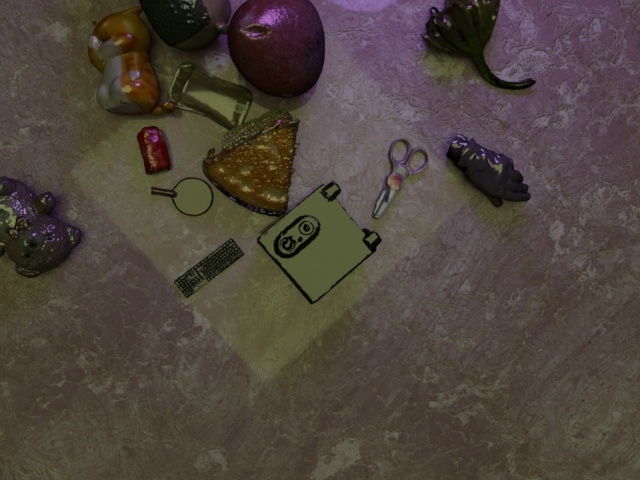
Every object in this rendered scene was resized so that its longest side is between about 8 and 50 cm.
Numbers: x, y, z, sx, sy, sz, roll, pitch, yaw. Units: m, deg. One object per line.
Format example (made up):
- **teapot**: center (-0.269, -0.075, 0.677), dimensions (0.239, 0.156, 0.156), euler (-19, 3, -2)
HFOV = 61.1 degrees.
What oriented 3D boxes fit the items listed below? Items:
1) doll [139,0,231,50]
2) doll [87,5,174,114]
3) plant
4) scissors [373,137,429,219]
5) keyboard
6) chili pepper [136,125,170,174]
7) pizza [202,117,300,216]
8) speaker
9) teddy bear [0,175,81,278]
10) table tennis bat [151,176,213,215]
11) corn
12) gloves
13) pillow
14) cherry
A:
- **doll**: center (-0.349, -0.653, 1.332), dimensions (0.247, 0.247, 0.350), euler (-31, 112, -1)
- **doll**: center (-0.502, -0.453, 1.403), dimensions (0.166, 0.162, 0.270), euler (-4, 103, 32)
- **plant**: center (0.432, -0.524, 1.468), dimensions (0.251, 0.180, 0.333), euler (-28, 100, 9)
- **scissors**: center (0.215, -0.168, 1.541), dimensions (0.118, 0.030, 0.242), euler (27, 88, -6)
- **keyboard**: center (-0.314, 0.078, 1.528), dimensions (0.204, 0.013, 0.061), euler (-37, 95, -1)
- **chili pepper**: center (-0.454, -0.245, 1.467), dimensions (0.073, 0.070, 0.123), euler (-13, 98, 13)
- **pizza**: center (-0.185, -0.210, 1.444), dimensions (0.251, 0.074, 0.288), euler (8, 115, -13)
- **speaker**: center (0.000, 0.000, 1.463), dimensions (0.254, 0.184, 0.232), euler (-39, 96, 1)
- **teddy bear**: center (-0.782, -0.034, 1.418), dimensions (0.236, 0.151, 0.267), euler (-40, 91, -7)
- **table tennis bat**: center (-0.378, -0.122, 1.456), dimensions (0.169, 0.119, 0.108), euler (8, 93, -7)
- **corn**: center (-0.174, -0.296, 1.480), dimensions (0.210, 0.087, 0.087), euler (-20, 96, 3)
- **gloves**: center (0.474, -0.190, 1.531), dimensions (0.285, 0.119, 0.142), euler (27, 123, -9)
- **pillow**: center (-0.301, -0.396, 1.483), dimensions (0.217, 0.033, 0.130), euler (21, 91, -6)
- **cherry**: center (-0.111, -0.497, 1.377), dimensions (0.221, 0.307, 0.261), euler (5, 100, 36)
